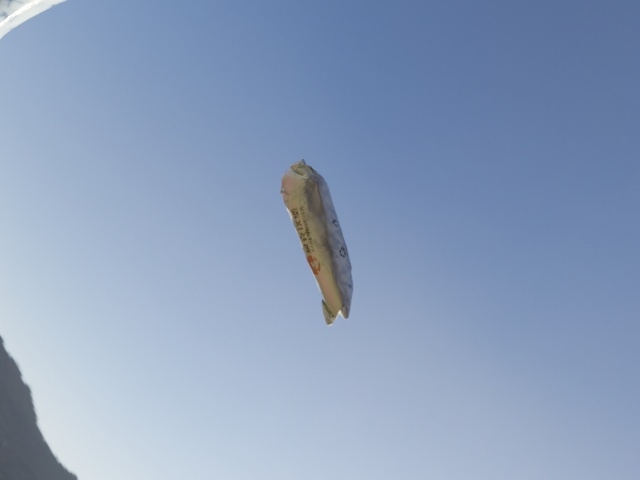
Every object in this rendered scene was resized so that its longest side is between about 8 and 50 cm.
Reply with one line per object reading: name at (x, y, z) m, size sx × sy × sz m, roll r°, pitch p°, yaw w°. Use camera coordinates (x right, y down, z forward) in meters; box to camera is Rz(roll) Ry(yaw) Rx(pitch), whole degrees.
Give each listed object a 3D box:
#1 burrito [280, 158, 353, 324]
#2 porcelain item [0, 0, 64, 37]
burrito at (0.001, 0.000, 0.666) m, size 0.064 × 0.064 × 0.203 m, roll -10°, pitch -80°, yaw 52°
porcelain item at (-0.362, -0.349, 0.673) m, size 0.141 × 0.259 × 0.141 m, roll 49°, pitch 6°, yaw -8°
